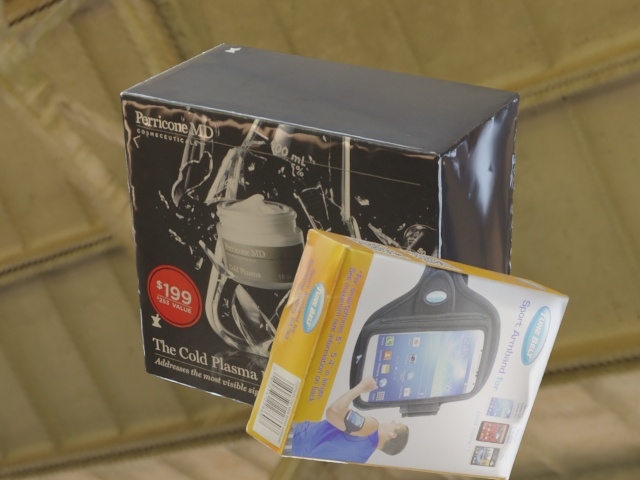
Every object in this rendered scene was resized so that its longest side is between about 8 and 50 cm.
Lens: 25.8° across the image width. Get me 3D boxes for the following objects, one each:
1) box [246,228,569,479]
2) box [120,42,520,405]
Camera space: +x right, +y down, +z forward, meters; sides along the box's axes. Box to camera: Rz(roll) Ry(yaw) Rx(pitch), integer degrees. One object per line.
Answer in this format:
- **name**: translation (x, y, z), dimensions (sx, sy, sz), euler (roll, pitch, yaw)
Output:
- **box**: translation (0.043, 0.048, 0.543), dimensions (0.136, 0.081, 0.028), euler (13, 8, -36)
- **box**: translation (0.000, 0.000, 1.358), dimensions (0.343, 0.179, 0.312), euler (13, -62, 28)
